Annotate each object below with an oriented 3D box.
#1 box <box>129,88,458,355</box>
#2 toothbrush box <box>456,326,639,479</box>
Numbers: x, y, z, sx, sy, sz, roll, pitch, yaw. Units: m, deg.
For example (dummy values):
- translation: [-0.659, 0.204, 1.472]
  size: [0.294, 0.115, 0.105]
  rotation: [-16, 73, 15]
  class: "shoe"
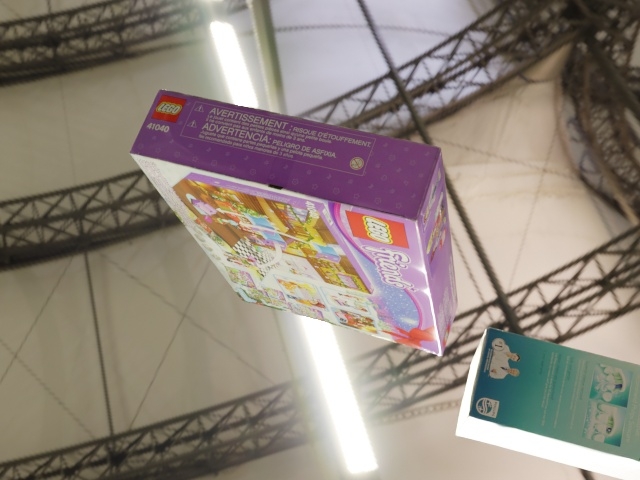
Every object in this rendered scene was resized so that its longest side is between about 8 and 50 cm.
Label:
- translation: [0.000, 0.000, 0.681]
  size: [0.201, 0.293, 0.057]
  rotation: [15, -110, 16]
  class: "box"
- translation: [0.346, 0.230, 1.166]
  size: [0.295, 0.216, 0.126]
  rotation: [13, -107, 8]
  class: "toothbrush box"
